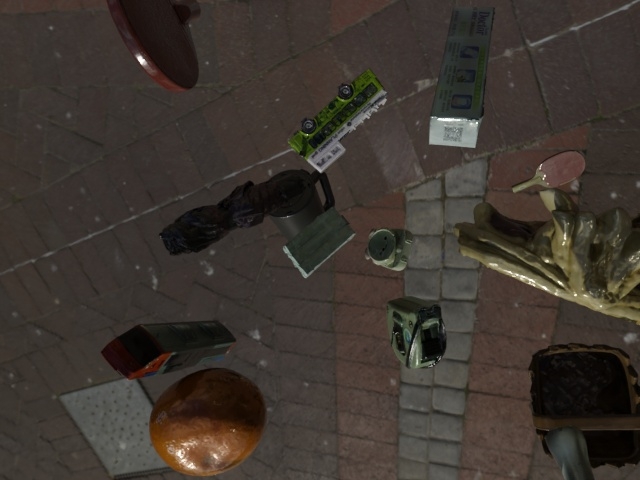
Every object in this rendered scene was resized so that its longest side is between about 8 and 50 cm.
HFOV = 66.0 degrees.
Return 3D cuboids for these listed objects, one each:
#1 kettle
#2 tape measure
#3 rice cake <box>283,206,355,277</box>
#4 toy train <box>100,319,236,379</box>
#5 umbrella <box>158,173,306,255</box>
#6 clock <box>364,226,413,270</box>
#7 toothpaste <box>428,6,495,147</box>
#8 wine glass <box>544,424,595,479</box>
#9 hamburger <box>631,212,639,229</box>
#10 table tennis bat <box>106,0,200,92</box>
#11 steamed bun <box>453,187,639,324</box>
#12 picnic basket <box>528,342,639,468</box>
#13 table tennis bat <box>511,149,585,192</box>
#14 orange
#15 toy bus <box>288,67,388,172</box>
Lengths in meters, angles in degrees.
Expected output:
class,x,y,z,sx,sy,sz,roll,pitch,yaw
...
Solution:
class,x,y,z,sx,sy,sz,roll,pitch,yaw
kettle,-0.074,-0.122,1.868,0.203,0.262,0.308,-2,151,17
tape measure,0.265,0.267,1.376,0.115,0.235,0.207,-8,94,-14
rice cake,0.000,0.000,1.413,0.124,0.211,0.038,51,157,9
toy train,-0.302,0.223,1.061,0.086,0.409,0.089,41,91,15
umbrella,-0.179,-0.063,1.042,0.325,0.090,0.094,-29,127,-17
clock,0.239,0.023,1.803,0.190,0.062,0.152,12,87,44
toothpaste,0.257,-0.303,0.880,0.081,0.337,0.067,8,144,15
wine glass,0.455,0.417,0.872,0.072,0.156,0.072,-1,135,-1
hamburger,0.761,0.020,1.072,0.190,0.118,0.182,3,115,15
table tennis bat,-0.239,-0.342,0.764,0.038,0.310,0.200,-18,119,12
steamed bun,0.466,0.024,0.863,0.427,0.247,0.189,22,105,3
picnic basket,0.642,0.395,1.194,0.254,0.321,0.292,-7,83,20
table tennis bat,0.751,-0.216,1.627,0.234,0.022,0.131,-25,127,24
orange,-0.226,0.366,1.013,0.239,0.171,0.240,-4,121,-7
toy bus,0.056,-0.333,1.383,0.301,0.113,0.139,-42,93,4
